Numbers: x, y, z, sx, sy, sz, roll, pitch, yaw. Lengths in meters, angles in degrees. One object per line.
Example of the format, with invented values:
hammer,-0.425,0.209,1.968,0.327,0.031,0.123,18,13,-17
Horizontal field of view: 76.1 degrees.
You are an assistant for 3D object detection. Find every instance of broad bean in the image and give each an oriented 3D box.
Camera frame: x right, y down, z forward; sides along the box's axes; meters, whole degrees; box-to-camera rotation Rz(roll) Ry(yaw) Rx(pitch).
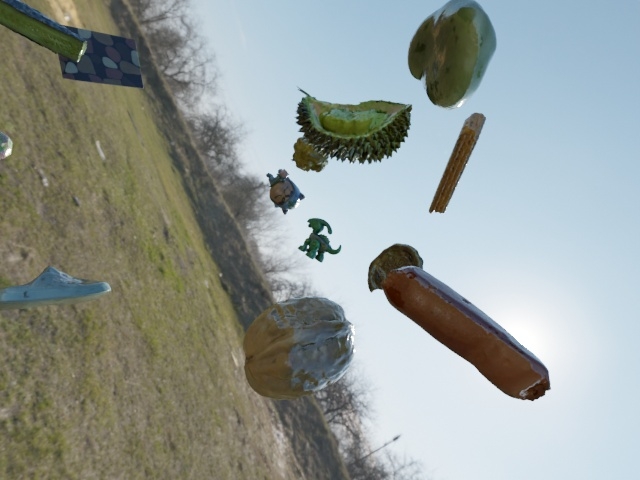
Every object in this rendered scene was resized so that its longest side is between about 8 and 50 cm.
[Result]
broad bean,0.220,-0.313,0.683,0.169,0.100,0.227,99,-14,-48

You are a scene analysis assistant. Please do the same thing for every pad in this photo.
pad,-0.658,-0.548,1.228,0.003,0.235,0.158,-6,-85,43

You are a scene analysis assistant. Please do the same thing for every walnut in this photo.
walnut,-0.039,0.208,0.817,0.198,0.245,0.198,31,-55,57

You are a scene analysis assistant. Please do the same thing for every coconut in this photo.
coconut,-0.893,-0.262,1.120,0.083,0.082,0.081,54,-27,7

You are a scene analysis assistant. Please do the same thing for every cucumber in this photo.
cucumber,-0.703,-0.539,1.031,0.078,0.211,0.062,-46,-148,40

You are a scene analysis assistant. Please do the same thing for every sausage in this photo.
sausage,0.275,0.168,0.792,0.348,0.094,0.097,37,-58,17

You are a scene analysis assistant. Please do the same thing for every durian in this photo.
durian,0.078,-0.303,1.112,0.352,0.168,0.158,16,-4,29

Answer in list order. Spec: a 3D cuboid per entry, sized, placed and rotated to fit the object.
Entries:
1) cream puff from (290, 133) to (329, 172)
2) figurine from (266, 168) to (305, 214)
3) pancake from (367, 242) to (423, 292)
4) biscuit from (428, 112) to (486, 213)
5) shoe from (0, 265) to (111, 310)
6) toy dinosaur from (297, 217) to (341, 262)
cream puff,-0.030,-0.343,1.611,0.156,0.156,0.121,63,1,18
figurine,-0.140,-0.187,1.414,0.178,0.114,0.144,61,2,36
pancake,0.258,0.107,1.423,0.029,0.211,0.235,32,-16,-39
biscuit,0.407,-0.216,1.245,0.054,0.094,0.378,22,-32,12
shoe,-0.499,0.081,0.762,0.079,0.195,0.078,-26,-104,45
toy dinosaur,0.000,0.000,1.005,0.132,0.096,0.059,33,7,37
